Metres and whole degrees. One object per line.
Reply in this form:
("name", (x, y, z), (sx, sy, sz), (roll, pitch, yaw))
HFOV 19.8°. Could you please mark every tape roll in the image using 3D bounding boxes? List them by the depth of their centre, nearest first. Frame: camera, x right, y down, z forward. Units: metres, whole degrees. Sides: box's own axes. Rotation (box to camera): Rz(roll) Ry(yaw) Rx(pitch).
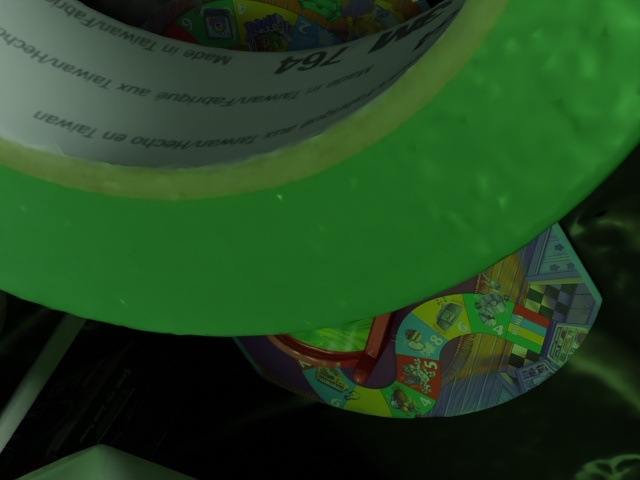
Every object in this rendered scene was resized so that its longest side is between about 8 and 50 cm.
("tape roll", (-0.046, -0.132, 0.427), (0.321, 0.077, 0.321), (12, 124, 19))

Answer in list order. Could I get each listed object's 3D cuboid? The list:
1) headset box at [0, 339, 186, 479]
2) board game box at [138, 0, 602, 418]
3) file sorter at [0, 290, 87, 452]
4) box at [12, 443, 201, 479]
("headset box", (-0.089, 0.074, 0.641), (0.083, 0.062, 0.032), (-28, 111, 39))
("board game box", (0.000, 0.000, 0.560), (0.133, 0.033, 0.169), (-17, 116, 35))
("file sorter", (-0.228, 0.036, 0.599), (0.193, 0.173, 0.277), (45, 132, -16))
("box", (-0.063, 0.170, 0.619), (0.181, 0.119, 0.182), (27, 141, -37))
